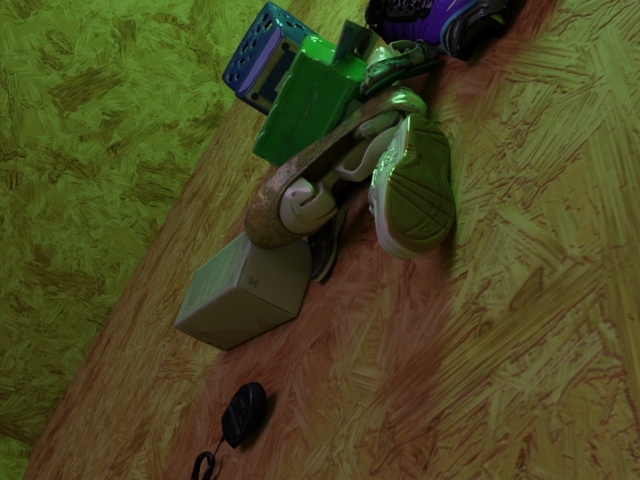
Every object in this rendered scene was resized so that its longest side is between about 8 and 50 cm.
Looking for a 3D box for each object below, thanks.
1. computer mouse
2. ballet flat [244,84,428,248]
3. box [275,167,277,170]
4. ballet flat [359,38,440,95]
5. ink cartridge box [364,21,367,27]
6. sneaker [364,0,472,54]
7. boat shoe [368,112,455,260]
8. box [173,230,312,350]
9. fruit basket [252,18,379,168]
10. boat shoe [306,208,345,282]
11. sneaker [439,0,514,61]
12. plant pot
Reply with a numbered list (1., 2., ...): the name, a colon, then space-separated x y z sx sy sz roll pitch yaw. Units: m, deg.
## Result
1. computer mouse: -0.142 0.317 1.036 0.242 0.041 0.071 -58 35 21
2. ballet flat: 0.023 -0.098 1.018 0.348 0.123 0.123 -40 22 7
3. box: -0.027 -0.220 1.441 0.207 0.036 0.114 -62 -8 -6
4. ballet flat: 0.113 -0.278 1.055 0.188 0.070 0.070 -29 -6 -42
5. ink cartridge box: 0.145 -0.743 1.581 0.308 0.091 0.385 104 -175 -61
6. sneaker: 0.155 -0.388 1.121 0.102 0.146 0.293 -62 19 -6
7. boat shoe: 0.107 -0.056 0.852 0.096 0.098 0.277 -46 14 36
8. box: -0.144 0.090 1.224 0.311 0.121 0.148 -31 34 55
9. fruit basket: 0.019 -0.231 1.223 0.327 0.165 0.353 -62 -10 17
10. boat shoe: 0.000 0.000 1.100 0.056 0.049 0.152 -40 27 45
11. sneaker: 0.251 -0.331 0.948 0.188 0.067 0.078 -47 44 29
12. plant pot: -0.083 -0.410 1.649 0.236 0.236 0.212 -54 27 17
